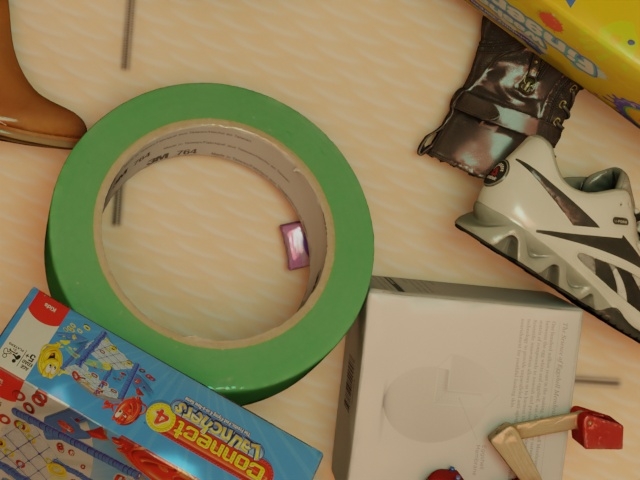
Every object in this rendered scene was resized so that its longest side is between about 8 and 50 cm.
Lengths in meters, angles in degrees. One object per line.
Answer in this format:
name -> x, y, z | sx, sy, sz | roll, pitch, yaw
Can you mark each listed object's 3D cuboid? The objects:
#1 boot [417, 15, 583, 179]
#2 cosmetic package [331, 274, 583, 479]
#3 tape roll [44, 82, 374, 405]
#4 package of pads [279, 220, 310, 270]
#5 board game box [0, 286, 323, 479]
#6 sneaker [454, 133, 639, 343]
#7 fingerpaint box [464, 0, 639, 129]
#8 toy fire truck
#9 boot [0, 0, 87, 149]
boot -> 0.254, -0.148, 1.395 | 0.262, 0.091, 0.229 | 16, 95, 3
cosmetic package -> 0.139, 0.162, 1.382 | 0.224, 0.138, 0.224 | 6, 95, -6
tape roll -> -0.109, 0.003, 1.300 | 0.321, 0.077, 0.321 | 6, 68, -14
package of pads -> 0.000, 0.000, 1.403 | 0.083, 0.032, 0.050 | -11, 97, -5
board game box -> -0.191, 0.216, 1.262 | 0.302, 0.308, 0.086 | 30, 55, -3
sneaker -> 0.304, 0.009, 1.365 | 0.330, 0.122, 0.146 | 33, 90, -28
fingerpaint box -> 0.339, -0.330, 1.269 | 0.444, 0.163, 0.371 | 38, 85, 7
toy fire truck -> 0.197, 0.231, 1.304 | 0.192, 0.047, 0.135 | 5, 96, -7
boot -> -0.338, -0.223, 1.318 | 0.283, 0.109, 0.220 | 21, 87, -4
